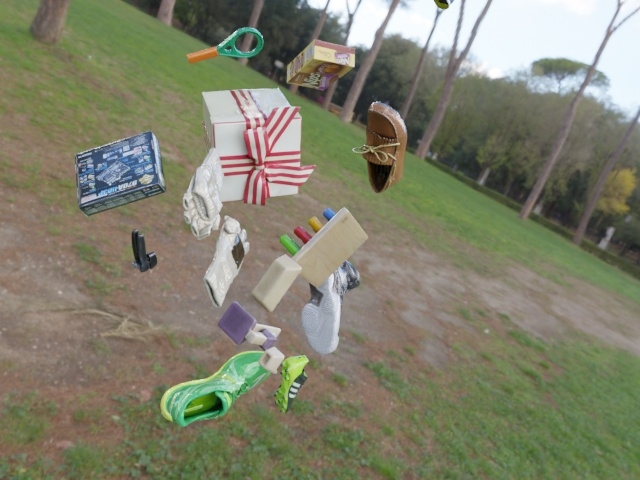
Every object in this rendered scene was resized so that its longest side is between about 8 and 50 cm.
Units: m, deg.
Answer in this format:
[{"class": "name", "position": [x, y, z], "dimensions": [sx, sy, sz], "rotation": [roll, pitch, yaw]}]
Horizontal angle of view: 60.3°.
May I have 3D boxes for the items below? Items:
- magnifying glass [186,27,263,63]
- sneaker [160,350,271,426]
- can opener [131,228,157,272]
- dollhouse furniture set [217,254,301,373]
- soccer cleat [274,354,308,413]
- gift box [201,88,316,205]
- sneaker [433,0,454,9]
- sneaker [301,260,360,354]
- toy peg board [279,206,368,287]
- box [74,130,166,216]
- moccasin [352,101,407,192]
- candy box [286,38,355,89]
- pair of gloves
[{"class": "magnifying glass", "position": [-0.284, -0.573, 1.646], "dimensions": [0.092, 0.231, 0.026], "rotation": [76, -5, -56]}, {"class": "sneaker", "position": [-0.233, 0.371, 1.342], "dimensions": [0.295, 0.109, 0.123], "rotation": [-23, 28, -29]}, {"class": "can opener", "position": [-0.553, 0.032, 1.692], "dimensions": [0.059, 0.186, 0.073], "rotation": [28, 54, 19]}, {"class": "dollhouse furniture set", "position": [-0.041, 0.087, 0.655], "dimensions": [0.091, 0.114, 0.081], "rotation": [36, 2, 31]}, {"class": "soccer cleat", "position": [-0.069, 0.357, 1.357], "dimensions": [0.072, 0.179, 0.060], "rotation": [-9, 37, -31]}, {"class": "gift box", "position": [-0.165, -0.261, 1.458], "dimensions": [0.276, 0.255, 0.258], "rotation": [-11, 38, -12]}, {"class": "sneaker", "position": [0.274, -0.604, 1.254], "dimensions": [0.053, 0.059, 0.144], "rotation": [33, -19, 48]}, {"class": "sneaker", "position": [0.034, 0.137, 1.326], "dimensions": [0.101, 0.268, 0.153], "rotation": [-15, -18, 34]}, {"class": "toy peg board", "position": [0.000, 0.000, 1.165], "dimensions": [0.079, 0.160, 0.161], "rotation": [45, 0, 27]}, {"class": "box", "position": [-0.525, -0.177, 1.440], "dimensions": [0.051, 0.220, 0.175], "rotation": [71, 2, -64]}, {"class": "moccasin", "position": [0.197, -0.299, 1.827], "dimensions": [0.139, 0.147, 0.380], "rotation": [33, -23, 19]}, {"class": "candy box", "position": [-0.003, -0.437, 1.382], "dimensions": [0.109, 0.053, 0.187], "rotation": [4, -6, -24]}, {"class": "pair of gloves", "position": [-0.183, -0.028, 1.001], "dimensions": [0.042, 0.240, 0.204], "rotation": [-5, 29, 9]}]
